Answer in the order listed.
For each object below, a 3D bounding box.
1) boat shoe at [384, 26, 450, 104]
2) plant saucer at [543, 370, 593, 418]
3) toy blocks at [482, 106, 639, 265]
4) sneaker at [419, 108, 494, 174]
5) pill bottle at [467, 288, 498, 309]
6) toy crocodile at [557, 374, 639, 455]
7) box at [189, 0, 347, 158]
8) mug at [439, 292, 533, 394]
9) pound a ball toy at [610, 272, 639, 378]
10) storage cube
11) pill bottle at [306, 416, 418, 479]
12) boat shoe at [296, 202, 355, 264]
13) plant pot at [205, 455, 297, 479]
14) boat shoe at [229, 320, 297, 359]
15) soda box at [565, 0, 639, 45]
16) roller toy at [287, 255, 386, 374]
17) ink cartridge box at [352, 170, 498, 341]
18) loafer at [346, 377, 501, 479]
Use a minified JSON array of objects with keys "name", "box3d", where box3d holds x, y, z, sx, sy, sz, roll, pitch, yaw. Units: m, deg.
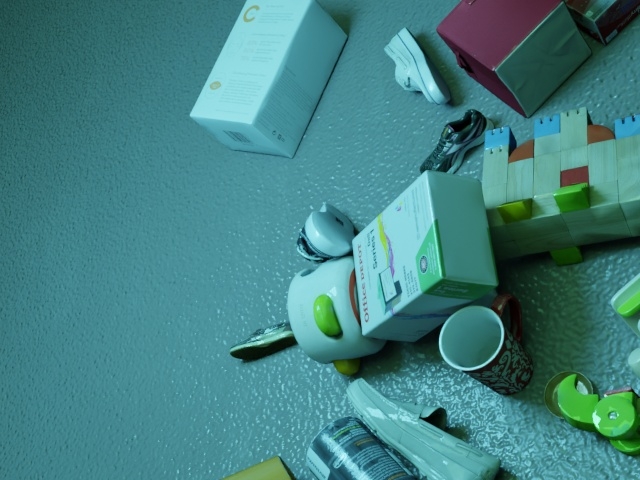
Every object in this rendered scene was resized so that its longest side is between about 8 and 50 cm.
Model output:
[{"name":"boat shoe","box3d":[0.206,-0.363,1.983,0.084,0.095,0.258,-38,38,17]},{"name":"plant saucer","box3d":[0.415,0.259,1.518,0.083,0.015,0.083,-17,55,27]},{"name":"toy blocks","box3d":[0.442,-0.119,1.628,0.382,0.190,0.260,-11,49,27]},{"name":"sneaker","box3d":[0.263,-0.200,1.848,0.178,0.077,0.072,-47,47,5]},{"name":"pill bottle","box3d":[0.252,0.048,1.689,0.112,0.112,0.186,-27,52,20]},{"name":"toy crocodile","box3d":[0.525,0.261,1.371,0.341,0.115,0.105,-6,61,33]},{"name":"box","box3d":[-0.121,-0.393,2.170,0.215,0.168,0.345,13,74,40]},{"name":"mug","box3d":[0.302,0.182,1.538,0.150,0.169,0.113,-39,48,10]},{"name":"pound a ball toy","box3d":[0.595,0.095,1.381,0.319,0.136,0.208,-43,12,7]},{"name":"storage cube","box3d":[0.384,-0.397,1.803,0.215,0.184,0.193,-45,48,6]},{"name":"pill bottle","box3d":[0.092,0.426,1.573,0.130,0.130,0.246,-50,47,1]},{"name":"boat shoe","box3d":[0.000,0.000,1.818,0.102,0.108,0.301,-50,6,10]},{"name":"plant pot","box3d":[-0.119,0.497,1.654,0.188,0.205,0.205,-33,48,-5]},{"name":"boat shoe","box3d":[-0.119,0.208,1.905,0.152,0.056,0.049,-16,51,16]},{"name":"soda box","box3d":[0.611,-0.514,1.776,0.263,0.083,0.092,-44,49,6]},{"name":"roller toy","box3d":[0.033,0.136,1.744,0.146,0.209,0.191,-18,45,29]},{"name":"ink cartridge box","box3d":[0.172,0.036,1.589,0.278,0.117,0.201,135,136,-54]},{"name":"loafer","box3d":[0.175,0.332,1.591,0.319,0.112,0.111,36,83,35]}]
